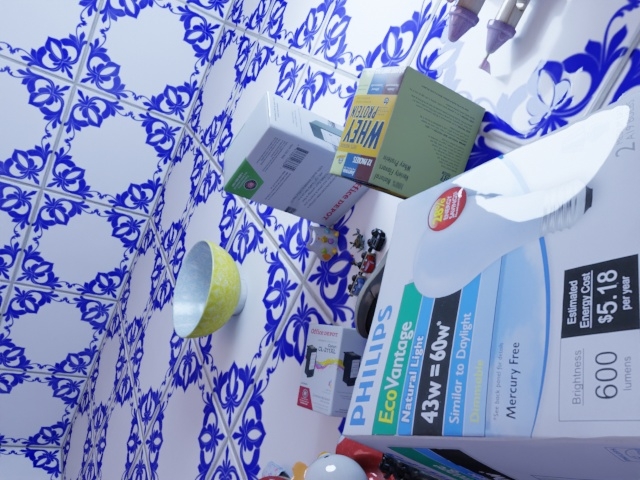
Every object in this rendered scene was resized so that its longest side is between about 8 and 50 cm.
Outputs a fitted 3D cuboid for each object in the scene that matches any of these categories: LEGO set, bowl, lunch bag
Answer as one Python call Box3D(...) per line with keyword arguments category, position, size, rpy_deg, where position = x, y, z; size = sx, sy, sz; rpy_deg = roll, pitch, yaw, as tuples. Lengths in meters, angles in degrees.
Box3D(category="LEGO set", position=(0.084, 0.016, 1.179), size=(0.054, 0.023, 0.083), rpy_deg=(-133, 51, -56))
Box3D(category="bowl", position=(-0.313, 0.155, 1.593), size=(0.289, 0.155, 0.290), rpy_deg=(-29, 53, 48))
Box3D(category="lunch bag", position=(-0.096, 0.541, 1.189), size=(0.071, 0.053, 0.084), rpy_deg=(-10, 78, 57))

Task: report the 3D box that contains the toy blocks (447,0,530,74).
Box3D(category="toy blocks", position=(0.269, -0.442, 0.852), size=(0.260, 0.288, 0.309), rpy_deg=(-62, 37, 12))

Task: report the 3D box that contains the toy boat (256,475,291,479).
Box3D(category="toy boat", position=(-0.105, 0.590, 1.054), size=(0.150, 0.151, 0.231), rpy_deg=(-1, 74, 23))

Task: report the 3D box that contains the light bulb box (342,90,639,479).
Box3D(category="light bulb box", position=(0.252, 0.091, 0.620), size=(0.361, 0.225, 0.358), rpy_deg=(-25, 39, 49))

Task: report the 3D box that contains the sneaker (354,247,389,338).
Box3D(category="sneaker", position=(0.144, 0.103, 0.984), size=(0.118, 0.083, 0.222), rpy_deg=(41, 110, 55))

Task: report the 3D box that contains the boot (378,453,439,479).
Box3D(category="boot", position=(0.146, 0.327, 0.805), size=(0.099, 0.121, 0.045), rpy_deg=(16, 105, 19))

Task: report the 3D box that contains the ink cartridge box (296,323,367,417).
Box3D(category="ink cartridge box", position=(0.024, 0.264, 1.106), size=(0.127, 0.072, 0.175), rpy_deg=(-8, 70, 56))

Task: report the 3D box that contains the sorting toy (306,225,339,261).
Box3D(category="sorting toy", position=(0.000, 0.000, 1.257), size=(0.044, 0.075, 0.084), rpy_deg=(-14, 66, 54))

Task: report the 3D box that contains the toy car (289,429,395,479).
Box3D(category="toy car", position=(0.041, 0.387, 0.871), size=(0.219, 0.237, 0.210), rpy_deg=(-53, 37, 28))

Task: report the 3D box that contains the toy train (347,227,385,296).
Box3D(category="toy train", position=(0.099, 0.051, 1.132), size=(0.036, 0.027, 0.159), rpy_deg=(32, 103, 46))

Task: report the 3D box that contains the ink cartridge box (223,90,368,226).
Box3D(category="ink cartridge box", position=(-0.044, -0.169, 1.203), size=(0.211, 0.289, 0.122), rpy_deg=(-45, 39, 37))

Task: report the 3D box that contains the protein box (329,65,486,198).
Box3D(category="protein box", position=(0.157, -0.182, 0.980), size=(0.136, 0.199, 0.201), rpy_deg=(25, 98, 58))
